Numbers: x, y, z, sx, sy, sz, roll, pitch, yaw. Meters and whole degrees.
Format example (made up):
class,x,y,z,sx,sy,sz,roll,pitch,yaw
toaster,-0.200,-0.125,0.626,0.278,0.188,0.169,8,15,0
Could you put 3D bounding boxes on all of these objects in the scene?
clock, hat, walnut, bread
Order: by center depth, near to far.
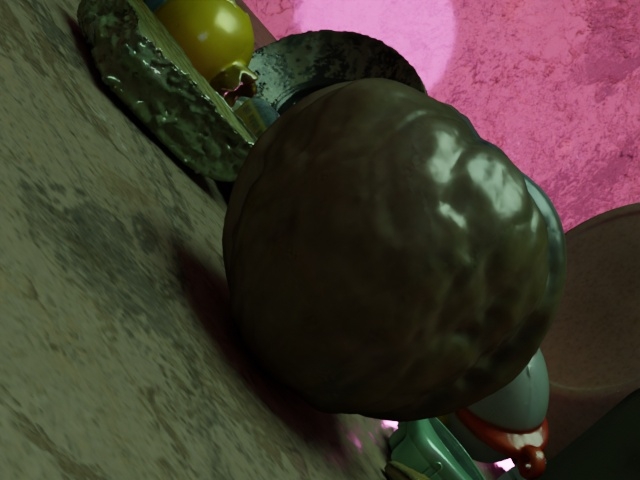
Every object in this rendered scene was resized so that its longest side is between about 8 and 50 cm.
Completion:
class,x,y,z,sx,sy,sz,roll,pitch,yaw
walnut,0.044,0.010,1.067,0.248,0.248,0.248,49,7,-8
clock,0.096,0.183,1.237,0.101,0.041,0.135,49,6,-9
bread,-0.141,-0.139,1.324,0.232,0.064,0.172,50,7,7
hat,0.009,-0.130,1.852,0.265,0.266,0.128,-123,-159,-45

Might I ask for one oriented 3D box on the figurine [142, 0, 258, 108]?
class,x,y,z,sx,sy,sz,roll,pitch,yaw
figurine,-0.146,-0.235,1.621,0.234,0.127,0.185,41,-1,4

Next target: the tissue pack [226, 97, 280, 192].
class,x,y,z,sx,sy,sz,roll,pitch,yaw
tissue pack,0.000,0.000,1.417,0.185,0.081,0.257,45,10,-39

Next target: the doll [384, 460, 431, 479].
class,x,y,z,sx,sy,sz,roll,pitch,yaw
doll,0.092,0.191,1.126,0.061,0.051,0.093,32,18,-49

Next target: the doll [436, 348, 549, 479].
class,x,y,z,sx,sy,sz,roll,pitch,yaw
doll,0.129,0.098,1.450,0.105,0.199,0.336,0,42,-30

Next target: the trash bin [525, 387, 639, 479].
class,x,y,z,sx,sy,sz,roll,pitch,yaw
trash bin,0.346,0.317,1.384,0.343,0.223,0.158,45,9,-29

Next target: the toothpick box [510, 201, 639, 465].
class,x,y,z,sx,sy,sz,roll,pitch,yaw
toothpick box,0.427,0.200,1.743,0.425,0.409,0.409,52,5,-35

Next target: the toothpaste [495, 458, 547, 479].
class,x,y,z,sx,sy,sz,roll,pitch,yaw
toothpaste,0.288,0.335,1.545,0.336,0.067,0.081,44,10,-37
